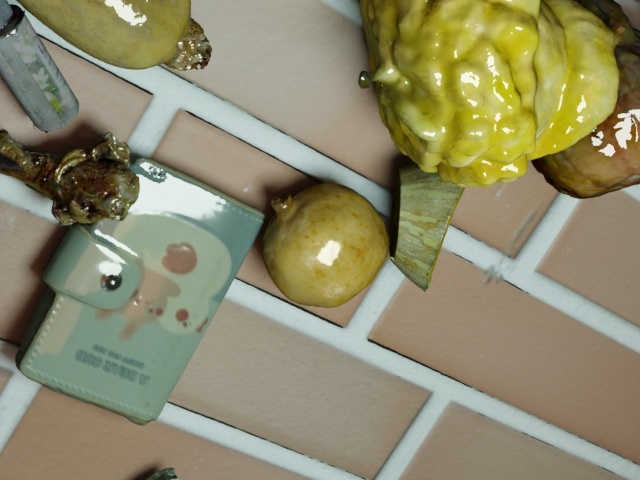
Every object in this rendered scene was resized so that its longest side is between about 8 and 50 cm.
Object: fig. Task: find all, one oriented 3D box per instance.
[{"bbox_3d":[0.428,-0.254,1.730,0.286,0.286,0.369,-6,84,-20],"label":"fig"}]

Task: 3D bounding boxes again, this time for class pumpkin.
[{"bbox_3d":[0.149,-0.039,1.720,0.110,0.217,0.217,19,106,-1],"label":"pumpkin"}]

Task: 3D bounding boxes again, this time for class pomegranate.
[{"bbox_3d":[0.000,0.000,1.673,0.196,0.196,0.196,-9,116,-18],"label":"pomegranate"}]

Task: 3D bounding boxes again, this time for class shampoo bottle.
[{"bbox_3d":[-0.368,-0.226,1.441,0.072,0.072,0.214,-31,140,-6],"label":"shampoo bottle"}]

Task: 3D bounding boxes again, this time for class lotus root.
[{"bbox_3d":[-0.265,-0.312,1.430,0.342,0.151,0.169,39,97,-27],"label":"lotus root"}]

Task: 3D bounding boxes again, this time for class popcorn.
[{"bbox_3d":[0.226,-0.251,1.562,0.381,0.349,0.349,-17,118,-4],"label":"popcorn"}]

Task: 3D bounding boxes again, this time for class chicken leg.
[{"bbox_3d":[-0.331,-0.080,1.525,0.196,0.080,0.125,1,91,4],"label":"chicken leg"}]

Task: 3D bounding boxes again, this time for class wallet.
[{"bbox_3d":[-0.261,0.068,1.641,0.252,0.083,0.360,27,94,-28],"label":"wallet"}]

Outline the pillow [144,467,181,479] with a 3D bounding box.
[{"bbox_3d":[-0.298,0.531,1.804,0.310,0.138,0.283,-31,121,-10],"label":"pillow"}]
